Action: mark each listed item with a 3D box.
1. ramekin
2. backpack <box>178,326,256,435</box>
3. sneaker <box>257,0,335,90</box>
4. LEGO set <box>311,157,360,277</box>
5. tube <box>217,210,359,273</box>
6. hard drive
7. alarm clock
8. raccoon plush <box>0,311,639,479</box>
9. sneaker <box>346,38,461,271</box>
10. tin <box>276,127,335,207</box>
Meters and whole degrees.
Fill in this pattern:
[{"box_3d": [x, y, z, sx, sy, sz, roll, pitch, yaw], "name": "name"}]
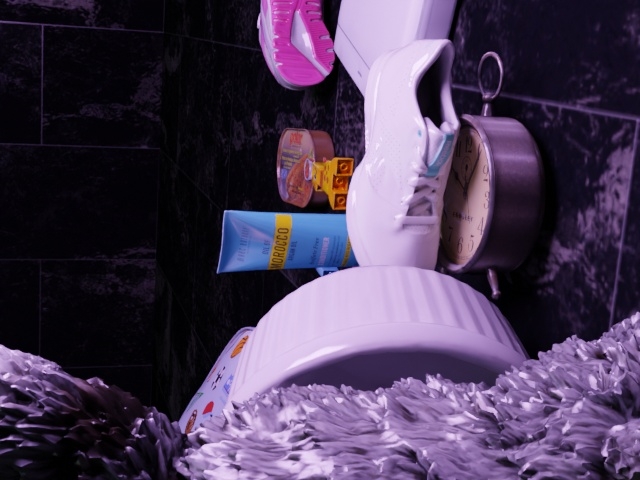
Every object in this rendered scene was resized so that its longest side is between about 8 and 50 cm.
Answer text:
[{"box_3d": [0.050, 0.139, 0.780, 0.127, 0.272, 0.273, -92, 12, -54], "name": "ramekin"}, {"box_3d": [-0.025, 0.198, 1.047, 0.263, 0.213, 0.276, -55, 23, -7], "name": "backpack"}, {"box_3d": [-0.042, -0.313, 1.334, 0.111, 0.102, 0.252, 142, 130, -72], "name": "sneaker"}, {"box_3d": [0.030, -0.043, 1.122, 0.093, 0.087, 0.227, -130, 44, -64], "name": "LEGO set"}, {"box_3d": [0.000, 0.000, 1.013, 0.052, 0.207, 0.080, -112, 26, -52], "name": "tube"}, {"box_3d": [0.089, -0.314, 1.001, 0.233, 0.047, 0.353, -114, 30, -53], "name": "hard drive"}, {"box_3d": [0.136, -0.056, 0.812, 0.129, 0.064, 0.192, -149, 58, -71], "name": "alarm clock"}, {"box_3d": [0.026, 0.114, 0.551, 0.299, 0.446, 0.216, -53, 26, 24], "name": "raccoon plush"}, {"box_3d": [0.076, -0.059, 0.798, 0.094, 0.080, 0.212, -9, 79, 61], "name": "sneaker"}, {"box_3d": [-0.021, -0.103, 1.379, 0.189, 0.040, 0.106, -154, 61, -71], "name": "tin"}]
